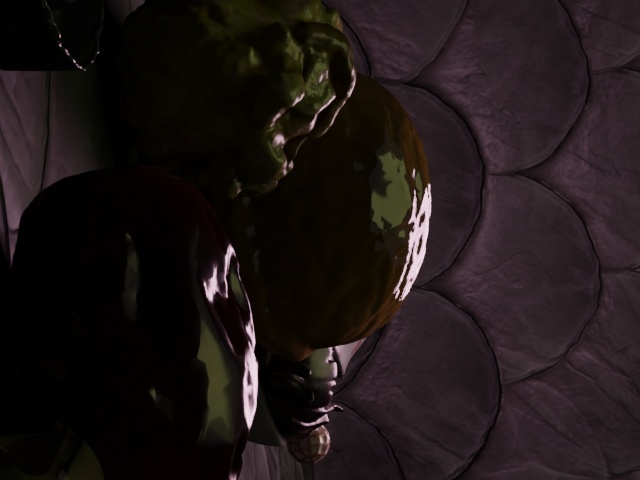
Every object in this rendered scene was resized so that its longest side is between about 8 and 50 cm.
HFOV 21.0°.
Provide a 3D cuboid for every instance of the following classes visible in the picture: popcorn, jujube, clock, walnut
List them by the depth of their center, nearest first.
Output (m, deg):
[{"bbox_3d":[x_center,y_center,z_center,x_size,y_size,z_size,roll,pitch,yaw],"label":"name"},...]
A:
[{"bbox_3d":[-0.131,0.077,1.157,0.183,0.183,0.243,64,11,-80],"label":"jujube"},{"bbox_3d":[-0.210,-0.269,1.200,0.312,0.061,0.312,-6,90,-87],"label":"clock"},{"bbox_3d":[-0.085,-0.150,1.674,0.259,0.259,0.212,-91,-167,-54],"label":"popcorn"},{"bbox_3d":[-0.028,-0.032,1.903,0.333,0.333,0.332,-6,90,-87],"label":"walnut"}]

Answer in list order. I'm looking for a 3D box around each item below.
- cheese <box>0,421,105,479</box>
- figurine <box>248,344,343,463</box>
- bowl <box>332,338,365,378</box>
[{"bbox_3d":[-0.161,0.255,1.021,0.163,0.082,0.286,-68,154,-81],"label":"cheese"},{"bbox_3d":[-0.070,0.145,2.132,0.370,0.167,0.281,-129,-158,-82],"label":"figurine"},{"bbox_3d":[0.000,0.000,2.310,0.345,0.157,0.345,57,-7,11],"label":"bowl"}]
